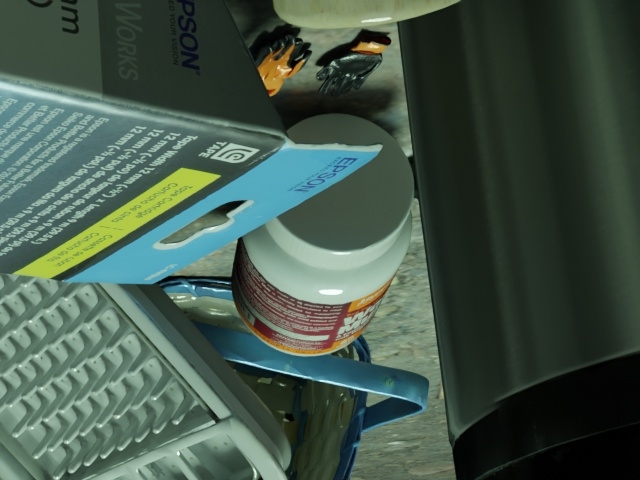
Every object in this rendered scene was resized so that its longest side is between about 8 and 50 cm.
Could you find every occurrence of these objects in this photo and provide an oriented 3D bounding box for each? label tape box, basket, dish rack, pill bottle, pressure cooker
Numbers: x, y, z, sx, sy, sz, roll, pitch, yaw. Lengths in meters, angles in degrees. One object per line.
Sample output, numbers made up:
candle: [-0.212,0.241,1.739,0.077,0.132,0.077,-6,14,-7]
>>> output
label tape box: [-0.178,-0.073,0.734,0.348,0.115,0.249,7,157,-39]
basket: [-0.071,0.134,1.187,0.255,0.201,0.289,17,161,-16]
dish rack: [-0.186,0.099,1.027,0.286,0.072,0.333,-29,107,43]
pill bottle: [0.000,0.000,0.971,0.121,0.121,0.221,-3,161,-8]
pressure cooker: [0.230,0.014,0.632,0.370,0.420,0.375,10,154,-35]

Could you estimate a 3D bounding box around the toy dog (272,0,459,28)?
toy dog: [0.094,-0.142,0.407,0.334,0.220,0.161,-19,-160,33]

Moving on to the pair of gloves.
pair of gloves: [-0.004,-0.109,0.829,0.083,0.010,0.074,-2,159,-20]

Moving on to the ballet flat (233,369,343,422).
ballet flat: [-0.036,0.176,1.493,0.106,0.107,0.316,-27,155,16]

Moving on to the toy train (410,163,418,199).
toy train: [0.138,-0.041,1.022,0.158,0.036,0.027,1,159,-20]
